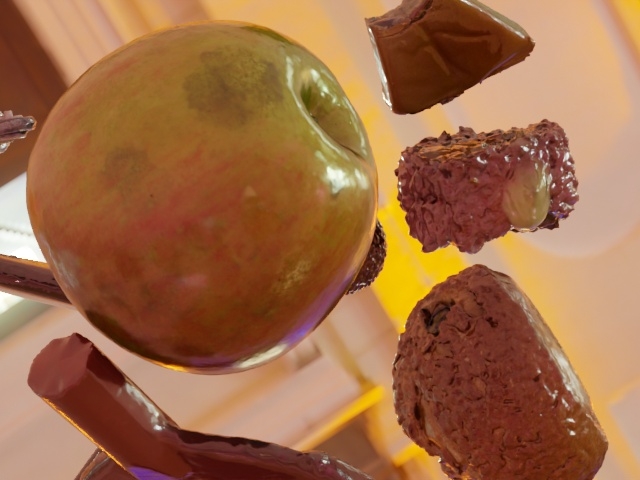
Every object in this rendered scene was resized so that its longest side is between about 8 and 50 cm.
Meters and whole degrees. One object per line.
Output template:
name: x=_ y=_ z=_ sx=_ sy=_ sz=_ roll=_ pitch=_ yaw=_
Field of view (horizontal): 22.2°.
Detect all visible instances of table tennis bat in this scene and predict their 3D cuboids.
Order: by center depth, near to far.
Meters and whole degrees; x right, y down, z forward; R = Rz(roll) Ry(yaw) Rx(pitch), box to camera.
table tennis bat: x=-0.079 y=0.200 z=1.240 sx=0.268 sy=0.415 sz=0.051 roll=-12 pitch=-131 yaw=28

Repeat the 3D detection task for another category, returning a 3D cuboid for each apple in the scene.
apple: x=-0.073 y=-0.036 z=1.139 sx=0.226 sy=0.246 sz=0.246 roll=-44 pitch=-171 yaw=20

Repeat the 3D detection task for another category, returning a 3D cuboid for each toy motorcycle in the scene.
toy motorcycle: x=-0.465 y=-0.126 z=2.012 sx=0.228 sy=0.074 sz=0.151 roll=-12 pitch=-175 yaw=-10

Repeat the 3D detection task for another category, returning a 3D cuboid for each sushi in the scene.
sushi: x=0.246 y=-0.075 z=2.394 sx=0.270 sy=0.171 sz=0.236 roll=-15 pitch=-168 yaw=-34

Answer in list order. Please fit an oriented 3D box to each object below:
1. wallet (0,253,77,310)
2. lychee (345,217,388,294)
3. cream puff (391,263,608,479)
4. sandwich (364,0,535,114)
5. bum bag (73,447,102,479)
wallet: x=-0.331 y=0.040 z=1.815 sx=0.182 sy=0.229 sz=0.049 roll=177 pitch=-74 yaw=-77
lychee: x=0.005 y=0.003 z=2.421 sx=0.194 sy=0.194 sz=0.194 roll=-29 pitch=-166 yaw=8
cream puff: x=0.199 y=0.187 z=1.913 sx=0.212 sy=0.303 sz=0.303 roll=-34 pitch=-166 yaw=1
sandwich: x=0.193 y=-0.306 z=2.379 sx=0.245 sy=0.212 sz=0.063 roll=-27 pitch=-130 yaw=-6
bum bag: x=-0.221 y=0.272 z=1.947 sx=0.159 sy=0.026 sz=0.109 roll=-5 pitch=-146 yaw=34
